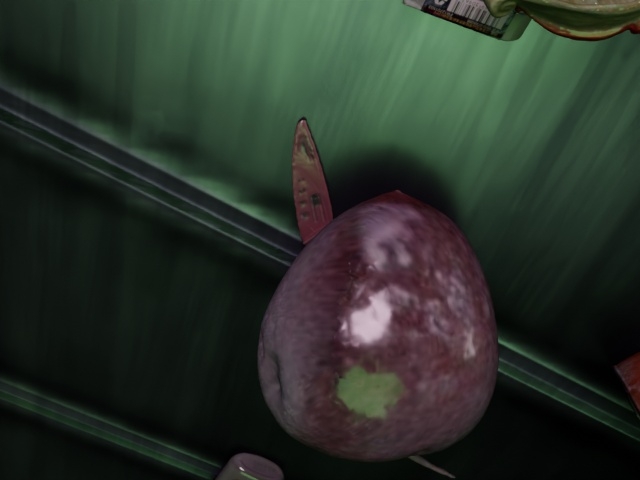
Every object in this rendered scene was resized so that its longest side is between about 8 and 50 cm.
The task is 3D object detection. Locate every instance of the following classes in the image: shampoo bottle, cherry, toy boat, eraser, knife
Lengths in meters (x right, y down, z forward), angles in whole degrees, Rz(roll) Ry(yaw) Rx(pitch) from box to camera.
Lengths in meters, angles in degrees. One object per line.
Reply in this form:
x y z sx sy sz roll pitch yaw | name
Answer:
-0.117 0.353 0.774 0.080 0.040 0.165 26 120 -14 | shampoo bottle
0.053 0.088 0.495 0.213 0.184 0.265 1 91 -40 | cherry
0.201 -0.182 0.375 0.185 0.089 0.071 -20 163 13 | toy boat
0.112 -0.176 0.427 0.099 0.019 0.027 17 137 -6 | eraser
0.000 0.000 0.554 0.035 0.018 0.247 -6 119 11 | knife

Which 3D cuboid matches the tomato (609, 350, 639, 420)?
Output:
0.405 0.191 0.553 0.155 0.180 0.214 -32 119 15 | tomato
